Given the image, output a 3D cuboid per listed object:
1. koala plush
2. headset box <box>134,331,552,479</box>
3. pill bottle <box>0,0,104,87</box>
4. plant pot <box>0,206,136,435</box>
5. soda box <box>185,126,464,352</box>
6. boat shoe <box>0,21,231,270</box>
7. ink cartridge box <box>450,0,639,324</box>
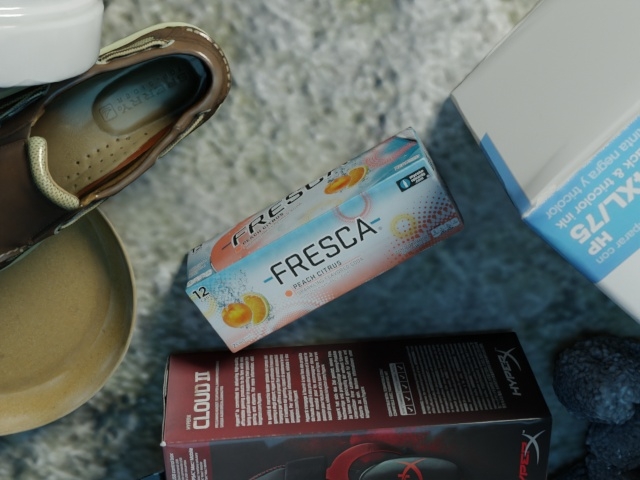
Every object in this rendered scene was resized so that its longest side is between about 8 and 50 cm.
[{"bbox_3d":[0.282,0.196,0.736,0.203,0.221,0.196,-3,117,-4],"label":"koala plush"},{"bbox_3d":[0.008,0.193,0.774,0.293,0.110,0.218,-3,118,-4],"label":"headset box"},{"bbox_3d":[-0.168,-0.228,0.511,0.162,0.162,0.278,5,117,-7],"label":"pill bottle"},{"bbox_3d":[-0.244,0.031,0.713,0.236,0.032,0.236,-2,118,-3],"label":"plant pot"},{"bbox_3d":[0.000,0.000,0.702,0.183,0.058,0.063,-29,116,9],"label":"soda box"},{"bbox_3d":[-0.168,-0.047,0.610,0.257,0.095,0.095,-37,109,-3],"label":"boat shoe"},{"bbox_3d":[0.254,-0.041,0.624,0.270,0.198,0.197,38,108,-21],"label":"ink cartridge box"}]
